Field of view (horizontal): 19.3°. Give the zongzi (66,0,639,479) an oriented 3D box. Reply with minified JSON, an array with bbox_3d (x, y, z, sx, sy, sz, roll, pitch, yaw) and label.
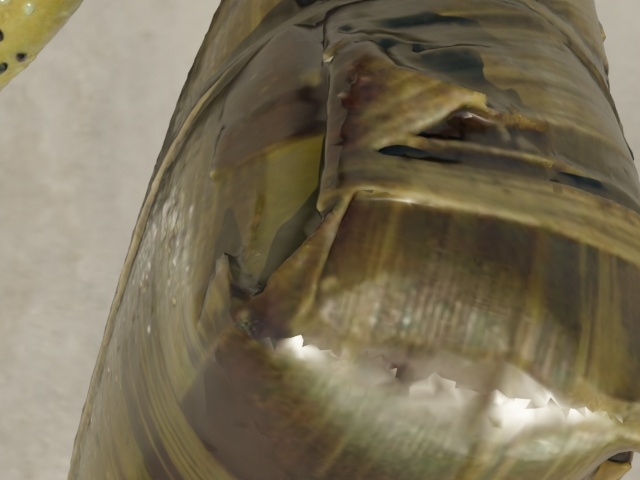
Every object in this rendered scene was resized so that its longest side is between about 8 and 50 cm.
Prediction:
[{"bbox_3d":[0.000,0.000,0.566,0.134,0.286,0.288,14,50,-15],"label":"zongzi"}]

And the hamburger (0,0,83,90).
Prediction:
[{"bbox_3d":[-0.195,-0.177,1.001,0.192,0.167,0.288,22,123,4],"label":"hamburger"}]
